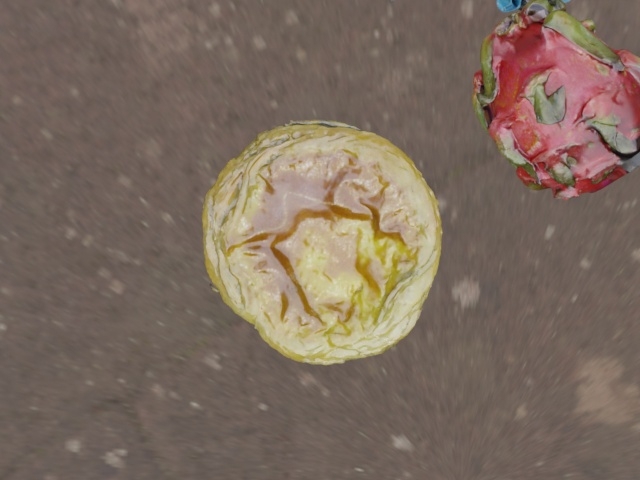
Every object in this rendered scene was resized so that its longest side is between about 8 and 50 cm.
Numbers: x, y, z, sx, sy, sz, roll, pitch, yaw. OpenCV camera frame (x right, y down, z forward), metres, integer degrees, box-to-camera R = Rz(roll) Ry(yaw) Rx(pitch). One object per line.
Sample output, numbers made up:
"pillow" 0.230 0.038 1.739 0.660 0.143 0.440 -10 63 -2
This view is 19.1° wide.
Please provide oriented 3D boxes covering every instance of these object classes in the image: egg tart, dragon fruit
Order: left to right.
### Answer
"egg tart" 0.000 0.000 0.992 0.130 0.052 0.130 1 97 6
"dragon fruit" 0.226 -0.137 1.751 0.166 0.160 0.172 -38 98 6

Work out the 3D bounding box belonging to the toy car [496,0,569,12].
"toy car" 0.226 -0.303 1.932 0.161 0.126 0.098 -27 49 -20
